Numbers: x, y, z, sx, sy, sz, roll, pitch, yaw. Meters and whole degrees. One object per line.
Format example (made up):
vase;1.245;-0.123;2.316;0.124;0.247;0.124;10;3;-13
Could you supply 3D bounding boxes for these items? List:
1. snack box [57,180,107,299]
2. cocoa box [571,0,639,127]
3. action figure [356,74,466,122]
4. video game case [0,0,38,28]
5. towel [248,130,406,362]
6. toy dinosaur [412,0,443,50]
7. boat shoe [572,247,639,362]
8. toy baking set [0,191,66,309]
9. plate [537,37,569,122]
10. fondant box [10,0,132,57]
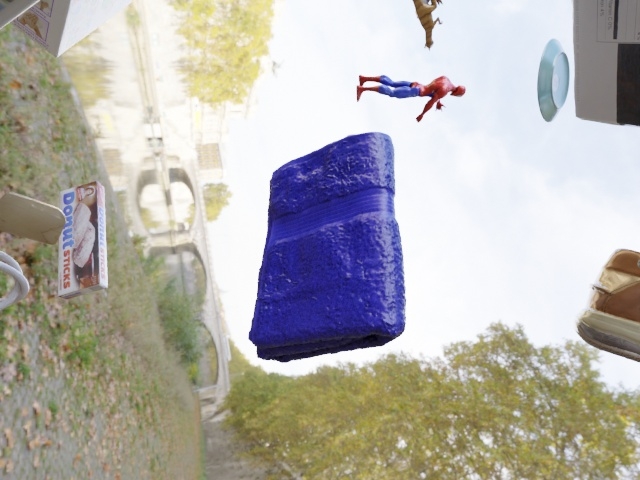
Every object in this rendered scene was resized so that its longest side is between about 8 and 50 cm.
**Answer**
snack box;-0.358;-0.004;0.630;0.022;0.064;0.178;68;6;-65
cocoa box;0.489;-0.300;0.450;0.228;0.347;0.231;38;-18;52
action figure;0.245;-0.380;1.139;0.139;0.281;0.091;76;22;-52
video game case;-0.180;-0.225;0.118;0.300;0.330;0.036;33;47;-59
towel;0.000;0.000;0.578;0.228;0.076;0.307;-21;-126;32
toy dinosaur;0.245;-0.554;0.994;0.211;0.112;0.064;44;-1;-38
boat shoe;0.394;0.081;0.329;0.325;0.123;0.116;16;-93;30
toy baking set;-0.336;0.011;0.290;0.030;0.256;0.196;34;-21;55
plate;0.551;-0.372;0.977;0.024;0.188;0.187;11;-70;43
fondant box;-0.337;-0.468;0.624;0.330;0.096;0.238;-34;-151;45
